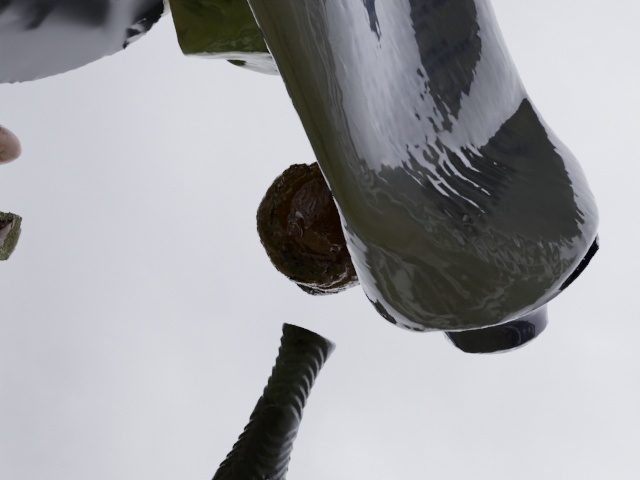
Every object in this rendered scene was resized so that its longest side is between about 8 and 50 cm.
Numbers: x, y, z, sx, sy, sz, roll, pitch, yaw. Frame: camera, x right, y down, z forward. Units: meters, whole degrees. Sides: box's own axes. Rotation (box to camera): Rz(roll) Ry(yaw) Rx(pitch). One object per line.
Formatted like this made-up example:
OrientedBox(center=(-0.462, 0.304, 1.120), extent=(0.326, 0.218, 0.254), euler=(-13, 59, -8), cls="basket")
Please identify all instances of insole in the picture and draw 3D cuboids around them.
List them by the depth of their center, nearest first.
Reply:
OrientedBox(center=(-0.253, -0.126, 0.482), extent=(0.009, 0.348, 0.119), euler=(59, -36, 7), cls="insole")

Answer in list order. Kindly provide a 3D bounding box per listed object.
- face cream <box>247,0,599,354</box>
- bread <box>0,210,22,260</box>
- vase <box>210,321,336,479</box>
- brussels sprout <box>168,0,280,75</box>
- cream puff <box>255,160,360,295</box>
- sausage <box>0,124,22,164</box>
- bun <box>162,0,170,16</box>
OrientedBox(center=(0.042, -0.125, 0.380), extent=(0.137, 0.235, 0.420), euler=(-6, -64, 36), cls="face cream")
OrientedBox(center=(-0.423, -0.007, 0.911), extent=(0.035, 0.083, 0.070), euler=(38, -70, 39), cls="bread")
OrientedBox(center=(-0.056, 0.227, 0.917), extent=(0.115, 0.115, 0.238), euler=(11, -109, 38), cls="vase")
OrientedBox(center=(-0.003, -0.312, 0.744), extent=(0.354, 0.289, 0.281), euler=(-26, -112, -5), cls="brussels sprout")
OrientedBox(center=(0.000, 0.000, 0.981), extent=(0.183, 0.183, 0.169), euler=(63, -18, 16), cls="cream puff")
OrientedBox(center=(-0.645, -0.199, 1.235), extent=(0.086, 0.289, 0.086), euler=(-8, -107, 29), cls="sausage")
OrientedBox(center=(-0.274, -0.458, 1.145), extent=(0.231, 0.133, 0.231), euler=(-22, -126, 35), cls="bun")
